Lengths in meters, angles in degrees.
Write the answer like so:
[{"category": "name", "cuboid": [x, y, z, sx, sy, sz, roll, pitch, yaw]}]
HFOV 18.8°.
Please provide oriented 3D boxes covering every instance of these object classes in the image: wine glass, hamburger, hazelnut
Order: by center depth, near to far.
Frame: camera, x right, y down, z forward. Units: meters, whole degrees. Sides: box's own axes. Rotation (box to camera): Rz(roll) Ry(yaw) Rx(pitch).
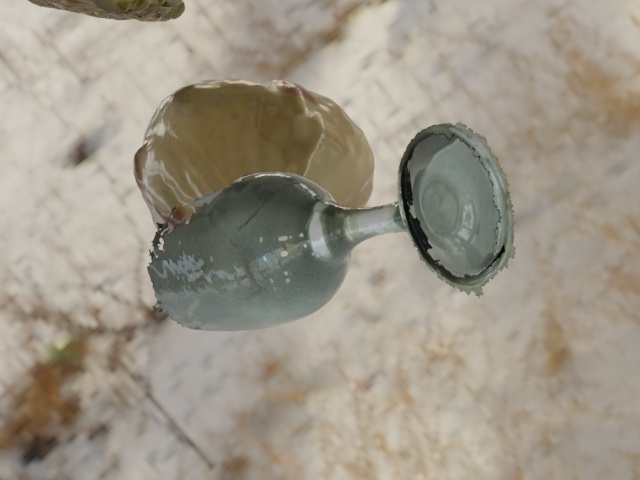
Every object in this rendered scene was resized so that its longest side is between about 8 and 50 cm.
[{"category": "wine glass", "cuboid": [0.000, 0.000, 1.592, 0.321, 0.143, 0.143, -14, 33, 39]}, {"category": "hazelnut", "cuboid": [-0.065, -0.052, 2.047, 0.261, 0.261, 0.241, -25, 20, 27]}, {"category": "hamburger", "cuboid": [-0.260, -0.304, 2.193, 0.130, 0.206, 0.183, -63, -22, 10]}]
